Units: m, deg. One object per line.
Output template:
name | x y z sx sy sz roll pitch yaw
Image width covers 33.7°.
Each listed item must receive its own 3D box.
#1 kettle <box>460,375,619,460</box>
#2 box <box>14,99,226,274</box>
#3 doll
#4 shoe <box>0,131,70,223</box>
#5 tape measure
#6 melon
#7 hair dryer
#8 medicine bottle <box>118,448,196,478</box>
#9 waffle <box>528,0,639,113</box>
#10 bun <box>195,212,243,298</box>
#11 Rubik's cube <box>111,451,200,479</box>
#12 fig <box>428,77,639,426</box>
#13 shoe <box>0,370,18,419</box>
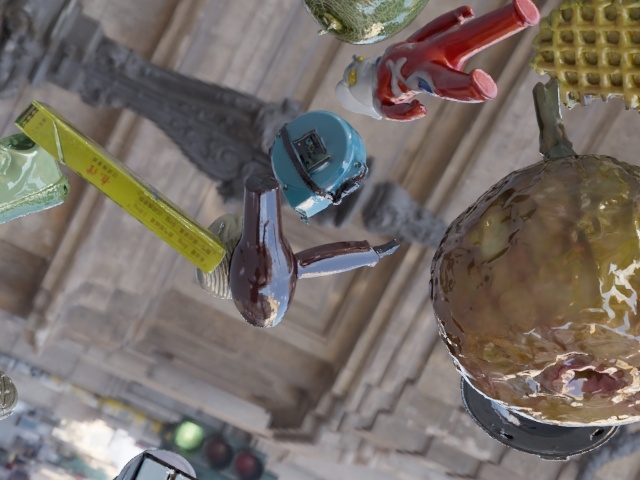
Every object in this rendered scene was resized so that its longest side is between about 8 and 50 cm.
kettle | 0.339 0.133 1.438 0.203 0.262 0.308 -36 -163 37
box | -0.233 -0.066 1.259 0.041 0.279 0.153 -52 -169 0
doll | 0.143 -0.244 1.496 0.384 0.099 0.188 -8 -132 60
shoe | -0.472 -0.078 1.448 0.140 0.262 0.128 -4 -81 48
tape measure | -0.001 -0.112 1.460 0.125 0.146 0.081 -33 154 15
melon | 0.048 -0.271 1.035 0.192 0.139 0.139 -60 -172 -17
hair dryer | 0.000 0.000 1.895 0.123 0.340 0.312 54 -33 43
medicine bottle | -0.264 0.459 1.738 0.254 0.152 0.152 95 11 -52
waffle | 0.496 -0.315 1.814 0.051 0.291 0.291 -48 177 -40
bun | -0.163 0.019 1.991 0.173 0.167 0.113 -61 -145 29
Rubik's cube | -0.241 0.421 1.491 0.162 0.163 0.160 -47 -164 48
fig | 0.253 -0.018 1.034 0.286 0.286 0.368 131 -30 -57
shoe | -0.479 0.203 1.331 0.089 0.180 0.092 -94 -153 -53
